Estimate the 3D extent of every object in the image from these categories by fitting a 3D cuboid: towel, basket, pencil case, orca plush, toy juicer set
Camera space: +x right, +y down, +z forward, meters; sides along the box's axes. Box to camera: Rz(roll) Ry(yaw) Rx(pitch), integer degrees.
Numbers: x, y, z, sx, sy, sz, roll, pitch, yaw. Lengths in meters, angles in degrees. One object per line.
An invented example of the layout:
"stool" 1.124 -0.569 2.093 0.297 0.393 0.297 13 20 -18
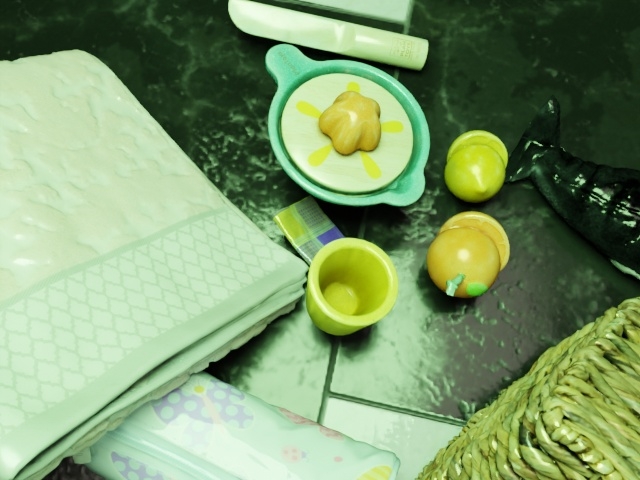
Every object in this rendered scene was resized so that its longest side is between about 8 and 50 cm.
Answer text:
"towel" -0.200 -0.015 0.564 0.317 0.053 0.332 43 34 11
"basket" 0.246 0.220 0.578 0.299 0.223 0.213 46 46 12
"towel" 0.000 0.000 0.667 0.083 0.009 0.060 52 38 11
"pencil case" -0.078 0.159 0.582 0.273 0.124 0.113 23 76 6
"orca plush" 0.300 -0.028 0.644 0.151 0.102 0.287 -44 78 -11
"toy juicer set" 0.057 -0.093 0.652 0.209 0.089 0.328 -9 69 -16
